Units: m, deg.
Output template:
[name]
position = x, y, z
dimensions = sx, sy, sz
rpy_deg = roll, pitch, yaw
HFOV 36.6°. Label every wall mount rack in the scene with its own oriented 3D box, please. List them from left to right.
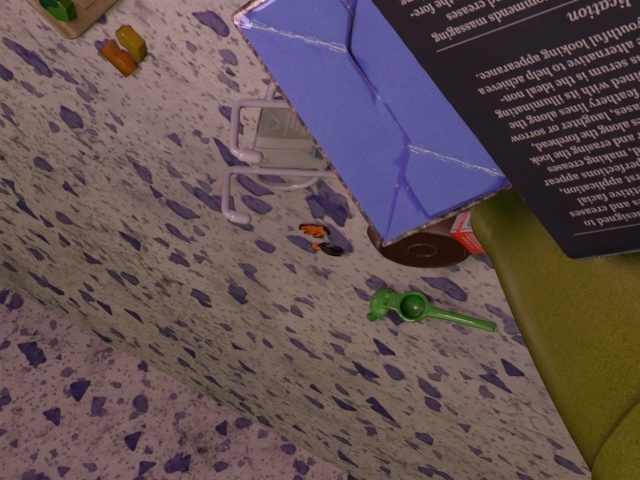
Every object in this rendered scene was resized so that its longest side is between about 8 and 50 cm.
[wall mount rack]
position = 0.016, -0.102, 1.380
dimensions = 0.304, 0.130, 0.350
rpy_deg = 2, 157, -8

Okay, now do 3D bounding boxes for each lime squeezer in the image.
[lime squeezer]
position = 0.154, 0.129, 1.689
dimensions = 0.310, 0.059, 0.110
rpy_deg = -2, 137, 51

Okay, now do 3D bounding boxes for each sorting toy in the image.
[sorting toy]
position = -0.386, -0.374, 1.474
dimensions = 0.307, 0.041, 0.229
rpy_deg = 44, 154, -19

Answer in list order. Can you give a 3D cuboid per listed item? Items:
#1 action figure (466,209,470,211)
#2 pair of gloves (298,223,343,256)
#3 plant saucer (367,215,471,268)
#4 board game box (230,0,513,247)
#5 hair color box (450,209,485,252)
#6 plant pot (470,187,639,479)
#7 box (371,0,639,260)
[action figure]
position = 0.189, -0.083, 1.185
dimensions = 0.063, 0.137, 0.232
rpy_deg = -4, 174, -35
[pair of gloves]
position = 0.000, 0.000, 1.702
dimensions = 0.074, 0.010, 0.083
rpy_deg = 6, 144, 46
[plant saucer]
position = 0.151, 0.004, 1.419
dimensions = 0.168, 0.029, 0.168
rpy_deg = 6, 156, 3
[board game box]
position = 0.086, -0.177, 0.869
dimensions = 0.141, 0.291, 0.232
rpy_deg = -26, 108, 29
[hair color box]
position = 0.249, -0.036, 1.190
dimensions = 0.167, 0.093, 0.053
rpy_deg = -2, 145, 50
[plant pot]
position = 0.330, 0.041, 0.905
dimensions = 0.353, 0.366, 0.366
rpy_deg = 56, 169, 33
[box]
position = 0.207, -0.228, 0.677
dimensions = 0.212, 0.293, 0.395
rpy_deg = -11, 130, 48
